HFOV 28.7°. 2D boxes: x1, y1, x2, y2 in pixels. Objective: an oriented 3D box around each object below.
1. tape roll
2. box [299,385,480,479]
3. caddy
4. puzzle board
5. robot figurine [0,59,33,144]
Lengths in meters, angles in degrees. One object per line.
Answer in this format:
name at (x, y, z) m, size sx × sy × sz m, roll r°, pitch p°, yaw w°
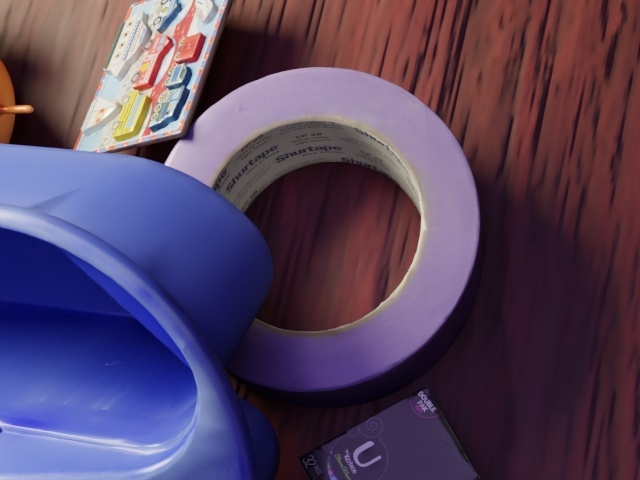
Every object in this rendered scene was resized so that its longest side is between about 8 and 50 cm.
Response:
tape roll at (0.000, 0.000, 0.732) m, size 0.189 × 0.080 × 0.189 m, roll -2°, pitch 75°, yaw 7°
box at (0.040, 0.130, 0.706) m, size 0.083 × 0.052 × 0.062 m, roll -29°, pitch 75°, yaw -1°
caddy at (-0.179, 0.080, 0.630) m, size 0.341 × 0.179 × 0.241 m, roll 5°, pitch 113°, yaw 18°
puzzle board at (-0.103, -0.109, 0.770) m, size 0.096 × 0.011 × 0.128 m, roll -9°, pitch 53°, yaw 36°
robot figurine at (-0.284, -0.096, 0.776) m, size 0.219 × 0.128 × 0.158 m, roll 32°, pitch 48°, yaw 15°
